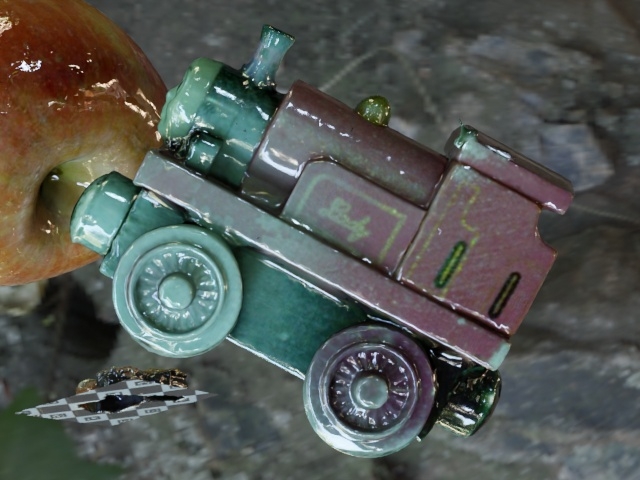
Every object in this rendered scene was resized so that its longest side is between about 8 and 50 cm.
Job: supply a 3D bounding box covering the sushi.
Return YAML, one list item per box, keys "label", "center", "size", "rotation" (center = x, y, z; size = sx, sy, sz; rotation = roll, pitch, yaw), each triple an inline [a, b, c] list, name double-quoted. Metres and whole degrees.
- label: "sushi"
  center: [-0.170, 0.124, 1.421]
  size: [0.126, 0.120, 0.026]
  rotation: [-19, 70, 29]

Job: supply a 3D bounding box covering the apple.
- label: "apple"
  center: [-0.297, -0.110, 1.597]
  size: [0.301, 0.301, 0.301]
  rotation: [3, 96, 28]

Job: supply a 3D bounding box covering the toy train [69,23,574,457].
- label: "toy train"
  center: [0.000, 0.000, 1.112]
  size: [0.304, 0.150, 0.221]
  rotation: [27, 95, -4]
